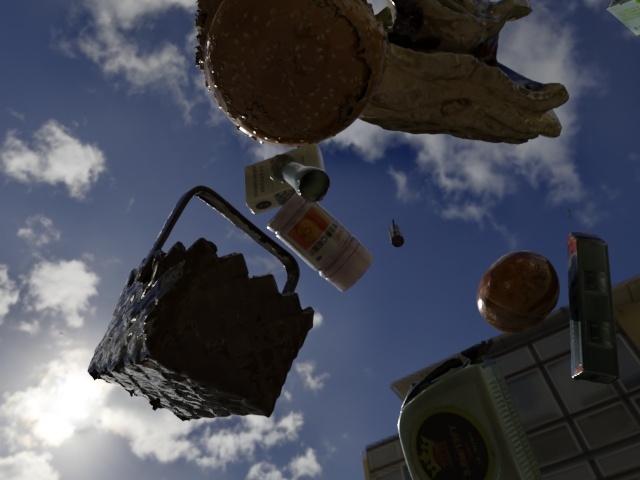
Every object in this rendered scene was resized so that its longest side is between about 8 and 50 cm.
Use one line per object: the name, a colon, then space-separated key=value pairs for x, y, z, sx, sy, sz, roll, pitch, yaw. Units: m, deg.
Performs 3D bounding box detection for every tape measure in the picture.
tape measure: x=0.223 y=0.303 z=0.800 sx=0.207 sy=0.236 sz=0.115 roll=-30 pitch=-23 yaw=35

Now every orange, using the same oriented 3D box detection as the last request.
orange: x=0.530 y=0.141 z=1.313 sx=0.240 sy=0.171 sz=0.240 roll=-19 pitch=-45 yaw=-20

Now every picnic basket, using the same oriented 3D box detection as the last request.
picnic basket: x=-0.162 y=0.098 z=0.759 sx=0.254 sy=0.321 sz=0.291 roll=40 pitch=-40 yaw=-27

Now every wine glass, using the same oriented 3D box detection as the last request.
wine glass: x=-0.046 y=-0.133 z=1.028 sx=0.072 sy=0.155 sz=0.072 roll=-12 pitch=-63 yaw=-26

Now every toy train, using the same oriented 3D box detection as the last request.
toy train: x=0.680 y=0.146 z=1.236 sx=0.086 sy=0.410 sz=0.089 roll=9 pitch=-28 yaw=8

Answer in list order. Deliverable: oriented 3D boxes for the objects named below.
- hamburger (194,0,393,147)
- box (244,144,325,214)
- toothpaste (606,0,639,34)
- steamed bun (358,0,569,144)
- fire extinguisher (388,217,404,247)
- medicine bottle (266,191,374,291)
hamburger: x=-0.033 y=-0.188 z=0.491 sx=0.190 sy=0.118 sz=0.182 roll=29 pitch=-65 yaw=-23
box: x=-0.113 y=-0.199 z=1.574 sx=0.256 sy=0.164 sz=0.069 roll=-18 pitch=-37 yaw=11
toothpaste: x=0.550 y=-0.360 z=0.644 sx=0.081 sy=0.336 sz=0.067 roll=26 pitch=-91 yaw=-19
steamed bun: x=0.185 y=-0.298 z=0.756 sx=0.427 sy=0.247 sz=0.189 roll=7 pitch=-45 yaw=-14
fire extinguisher: x=0.254 y=-0.030 z=1.671 sx=0.045 sy=0.157 sz=0.078 roll=-8 pitch=-72 yaw=7
medicine bottle: x=0.000 y=0.000 z=1.208 sx=0.249 sy=0.133 sz=0.133 roll=43 pitch=-66 yaw=-7
